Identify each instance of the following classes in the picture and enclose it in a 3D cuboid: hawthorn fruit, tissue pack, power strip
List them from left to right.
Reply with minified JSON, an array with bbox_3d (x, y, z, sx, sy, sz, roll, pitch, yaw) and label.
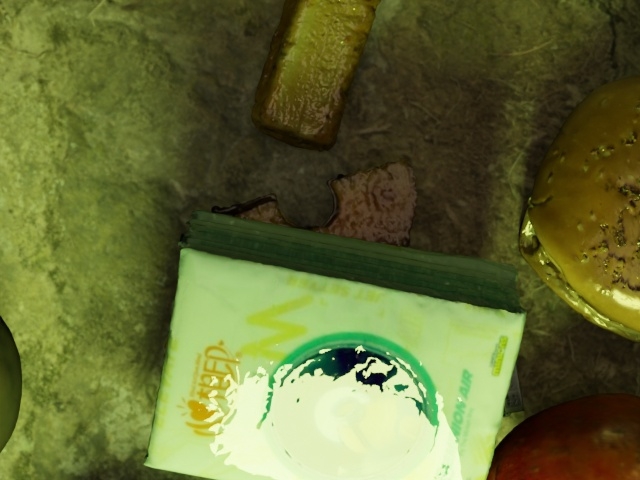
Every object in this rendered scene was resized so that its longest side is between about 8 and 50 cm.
[{"bbox_3d":[0.015,0.145,1.734,0.388,0.162,0.287,10,108,-2],"label":"tissue pack"},{"bbox_3d":[0.216,0.151,1.879,0.051,0.019,0.136,-9,90,0],"label":"power strip"},{"bbox_3d":[0.323,0.317,1.757,0.284,0.284,0.284,0,89,-2],"label":"hawthorn fruit"}]

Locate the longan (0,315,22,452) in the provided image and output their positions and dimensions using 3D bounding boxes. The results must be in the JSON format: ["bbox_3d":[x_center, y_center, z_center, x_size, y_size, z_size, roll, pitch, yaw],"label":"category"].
[{"bbox_3d":[-0.460,0.165,1.762,0.248,0.248,0.248,0,89,-2],"label":"longan"}]

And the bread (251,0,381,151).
[{"bbox_3d":[-0.008,-0.218,1.845,0.114,0.083,0.211,20,88,-7],"label":"bread"}]

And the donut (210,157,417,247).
[{"bbox_3d":[-0.004,0.006,1.833,0.259,0.101,0.152,-15,91,-3],"label":"donut"}]

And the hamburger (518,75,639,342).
[{"bbox_3d":[0.395,-0.037,1.820,0.284,0.174,0.304,27,81,10],"label":"hamburger"}]
